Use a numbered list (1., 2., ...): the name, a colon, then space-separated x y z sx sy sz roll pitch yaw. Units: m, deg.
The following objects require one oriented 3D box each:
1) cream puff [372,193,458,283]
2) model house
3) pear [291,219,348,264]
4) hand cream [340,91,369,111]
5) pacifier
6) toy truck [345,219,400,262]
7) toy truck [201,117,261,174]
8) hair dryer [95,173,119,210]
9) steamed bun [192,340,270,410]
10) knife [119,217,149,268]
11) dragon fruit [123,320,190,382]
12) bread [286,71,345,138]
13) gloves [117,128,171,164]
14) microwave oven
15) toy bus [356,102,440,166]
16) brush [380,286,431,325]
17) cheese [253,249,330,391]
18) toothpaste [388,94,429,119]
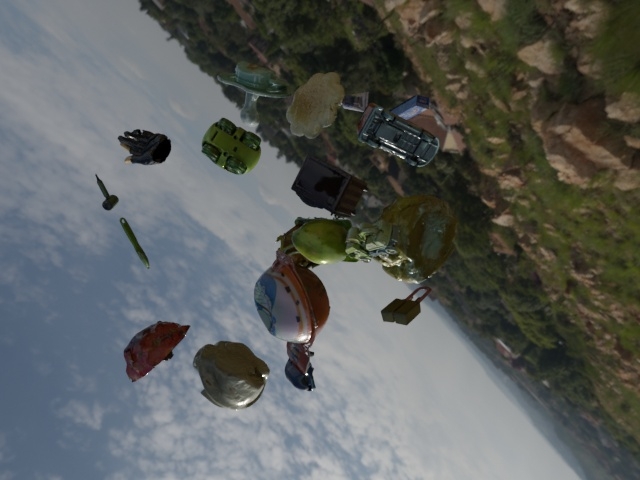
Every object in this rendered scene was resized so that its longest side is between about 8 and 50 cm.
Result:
1. cream puff: 0.337 -0.014 1.799 0.378 0.378 0.275 44 168 -37
2. model house: -0.031 0.063 2.135 0.358 0.313 0.242 4 122 33
3. pear: 0.000 0.000 1.761 0.220 0.187 0.187 13 -175 0
4. hand cream: 0.144 -0.610 2.016 0.142 0.084 0.053 11 -167 32
5. pacifier: -0.287 -0.636 2.018 0.343 0.269 0.288 32 -145 26
6. toy truck: 0.145 -0.002 1.365 0.116 0.085 0.191 25 155 -23
7. toy truck: -0.304 -0.307 1.536 0.187 0.148 0.210 31 176 -21
8. hair dryer: -0.858 -0.197 1.822 0.071 0.047 0.150 -102 -3 -64
9. steamed bun: -0.431 0.656 2.174 0.368 0.255 0.342 25 -174 38
10. knife: -0.568 0.011 1.408 0.026 0.022 0.184 6 125 46
11. dragon fruit: -0.594 0.373 1.629 0.126 0.274 0.161 52 161 -15
12. bread: -0.027 -0.572 1.915 0.054 0.316 0.316 24 -160 -46
13. gloves: -0.640 -0.335 1.652 0.181 0.129 0.106 17 -166 24
14. microwave oven: 0.035 -0.215 1.869 0.247 0.188 0.178 31 -166 28
15. toy bus: 0.243 -0.335 1.448 0.265 0.121 0.120 18 -153 -22
16. brush: 0.321 0.221 1.625 0.103 0.233 0.047 2 113 43
17. cheese: -0.058 0.180 1.015 0.217 0.129 0.329 29 129 55
18. toothpaste: 0.357 -0.547 1.950 0.066 0.053 0.272 10 174 -21
